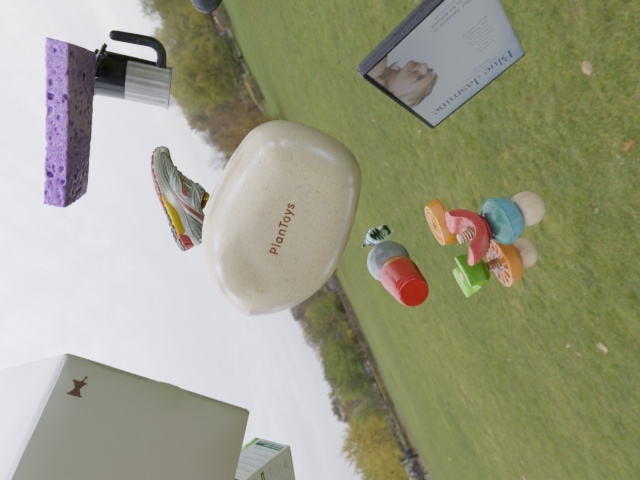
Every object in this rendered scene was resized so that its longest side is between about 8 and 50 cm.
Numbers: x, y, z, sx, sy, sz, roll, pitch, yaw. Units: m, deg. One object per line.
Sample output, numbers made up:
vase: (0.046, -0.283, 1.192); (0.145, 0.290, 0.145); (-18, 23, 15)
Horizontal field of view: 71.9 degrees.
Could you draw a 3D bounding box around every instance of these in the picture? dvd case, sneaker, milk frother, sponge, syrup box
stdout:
dvd case: (0.182, -0.256, 0.629); (0.253, 0.180, 0.022); (6, -129, -55)
sneaker: (-0.274, -0.090, 0.882); (0.225, 0.092, 0.088); (64, 158, 12)
milk frother: (-0.340, -0.294, 0.796); (0.143, 0.134, 0.129); (-103, 27, -42)
sponge: (-0.343, -0.158, 0.606); (0.117, 0.031, 0.210); (-125, 44, -68)
sneaker: (0.118, -0.001, 1.030); (0.098, 0.069, 0.038); (-15, -108, -55)
syrup box: (-0.155, 0.455, 0.779); (0.237, 0.093, 0.096); (-12, -86, -54)

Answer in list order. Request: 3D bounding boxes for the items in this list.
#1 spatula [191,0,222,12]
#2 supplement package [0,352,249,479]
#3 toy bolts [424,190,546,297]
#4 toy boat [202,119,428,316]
spatula: (-0.054, -0.351, 0.428); (0.084, 0.296, 0.030); (28, 172, -27)
supplement package: (-0.238, 0.226, 0.413); (0.177, 0.293, 0.175); (34, -128, -34)
toy bolts: (0.314, -0.029, 0.829); (0.228, 0.158, 0.218); (61, -175, -66)
toy boat: (0.000, 0.000, 0.616); (0.318, 0.267, 0.148); (24, -166, -16)
